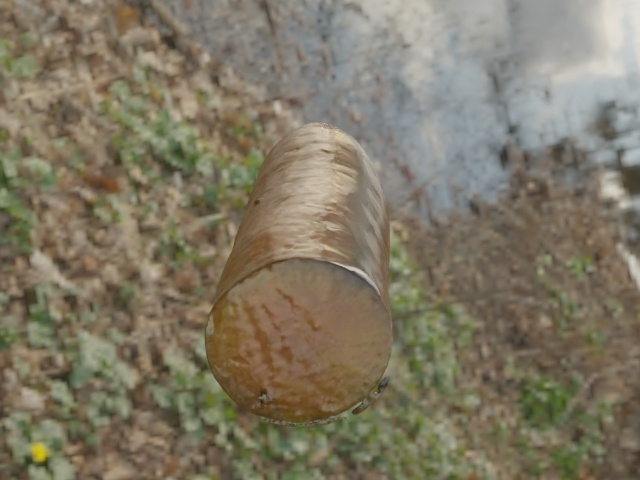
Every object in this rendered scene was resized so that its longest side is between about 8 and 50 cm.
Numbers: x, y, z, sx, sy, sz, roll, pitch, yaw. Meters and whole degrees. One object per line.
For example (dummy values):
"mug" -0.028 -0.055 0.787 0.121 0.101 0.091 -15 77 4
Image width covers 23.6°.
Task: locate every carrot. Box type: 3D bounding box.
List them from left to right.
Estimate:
"carrot" 0.000 0.000 0.424 0.139 0.048 0.048 -80 150 -68
